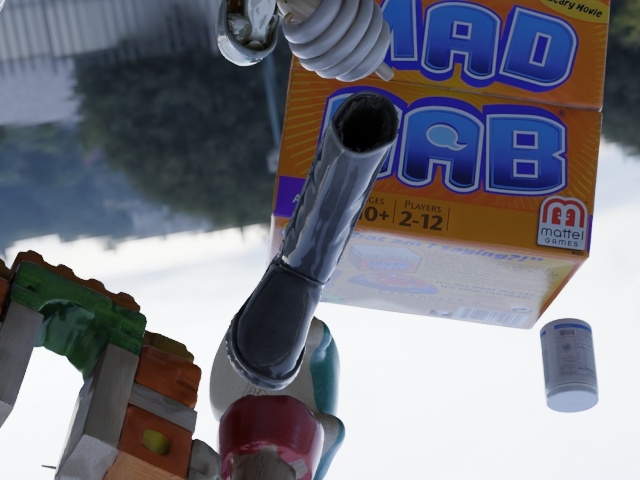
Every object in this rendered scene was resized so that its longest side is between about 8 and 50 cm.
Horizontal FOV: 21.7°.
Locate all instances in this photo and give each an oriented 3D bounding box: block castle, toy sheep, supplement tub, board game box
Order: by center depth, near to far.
[{"bbox_3d":[-0.252,0.168,1.283,0.453,0.303,0.213,27,-149,-13],"label":"block castle"},{"bbox_3d":[0.014,-0.176,1.397,0.132,0.091,0.091,31,165,-30],"label":"toy sheep"},{"bbox_3d":[0.132,-0.122,2.034,0.357,0.356,0.356,8,164,-2],"label":"board game box"},{"bbox_3d":[0.318,0.159,2.137,0.071,0.107,0.071,0,150,0],"label":"supplement tub"}]

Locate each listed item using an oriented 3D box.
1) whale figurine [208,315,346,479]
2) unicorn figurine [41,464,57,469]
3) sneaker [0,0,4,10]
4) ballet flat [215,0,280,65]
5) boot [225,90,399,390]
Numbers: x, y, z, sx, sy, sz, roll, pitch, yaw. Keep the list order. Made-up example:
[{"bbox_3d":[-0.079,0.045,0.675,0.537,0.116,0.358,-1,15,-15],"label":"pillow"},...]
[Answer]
[{"bbox_3d":[-0.027,0.190,1.981,0.141,0.216,0.272,15,-159,-32],"label":"whale figurine"},{"bbox_3d":[-0.243,0.288,2.051,0.162,0.060,0.111,-32,-125,-4],"label":"unicorn figurine"},{"bbox_3d":[-0.347,-0.366,1.742,0.102,0.293,0.146,3,177,-25],"label":"sneaker"},{"bbox_3d":[-0.057,-0.270,1.553,0.072,0.213,0.068,3,-178,-18],"label":"ballet flat"},{"bbox_3d":[-0.002,0.000,1.391,0.076,0.208,0.189,25,-139,-10],"label":"boot"}]
